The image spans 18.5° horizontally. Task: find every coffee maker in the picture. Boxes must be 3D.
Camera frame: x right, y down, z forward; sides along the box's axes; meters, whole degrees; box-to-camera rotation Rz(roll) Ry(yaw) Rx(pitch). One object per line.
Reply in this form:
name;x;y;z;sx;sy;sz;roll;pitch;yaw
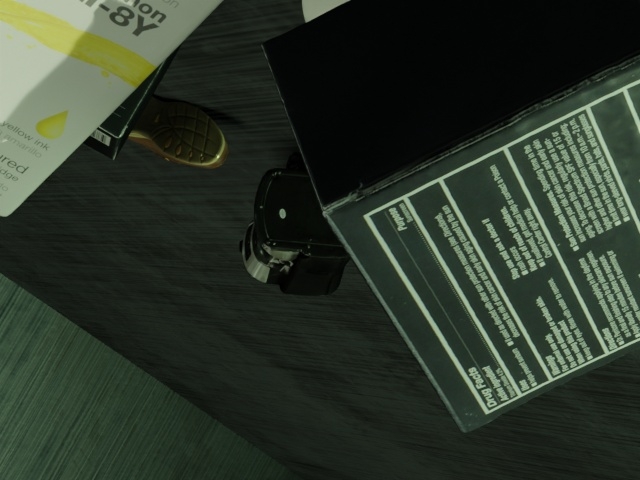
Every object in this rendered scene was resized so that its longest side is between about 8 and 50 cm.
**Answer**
coffee maker;0.000;0.000;2.210;0.171;0.120;0.178;27;164;2

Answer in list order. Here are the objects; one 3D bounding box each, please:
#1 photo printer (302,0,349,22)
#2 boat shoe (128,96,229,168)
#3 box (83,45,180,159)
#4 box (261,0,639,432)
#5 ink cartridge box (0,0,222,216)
photo printer;0.138;-0.135;1.599;0.256;0.107;0.307;17;160;35
boat shoe;-0.163;-0.120;2.227;0.178;0.064;0.060;23;169;40
box;-0.261;-0.224;1.854;0.261;0.184;0.103;30;167;-3
box;0.158;-0.060;1.368;0.296;0.294;0.182;58;-172;-48
ink cartridge box;-0.249;-0.231;1.553;0.279;0.160;0.385;33;133;-20
